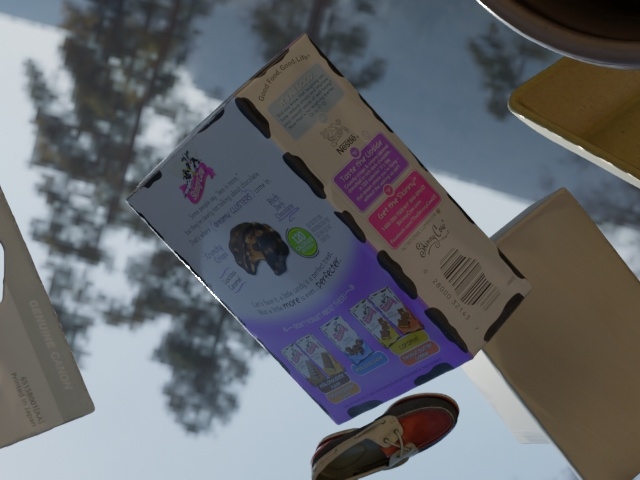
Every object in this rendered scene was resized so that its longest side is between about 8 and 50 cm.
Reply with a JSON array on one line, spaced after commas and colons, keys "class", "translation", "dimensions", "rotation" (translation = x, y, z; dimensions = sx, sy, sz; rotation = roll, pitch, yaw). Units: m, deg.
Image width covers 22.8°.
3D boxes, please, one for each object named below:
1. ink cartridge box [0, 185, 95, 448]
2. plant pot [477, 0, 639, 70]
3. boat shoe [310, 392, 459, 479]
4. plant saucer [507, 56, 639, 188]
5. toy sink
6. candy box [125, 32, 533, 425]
[{"class": "ink cartridge box", "translation": [-0.317, 0.041, 1.074], "dimensions": [0.239, 0.275, 0.060], "rotation": [-20, 173, -30]}, {"class": "plant pot", "translation": [0.214, -0.228, 0.989], "dimensions": [0.263, 0.263, 0.229], "rotation": [18, -174, 18]}, {"class": "boat shoe", "translation": [0.052, 0.168, 1.308], "dimensions": [0.137, 0.049, 0.043], "rotation": [-24, -163, 19]}, {"class": "plant saucer", "translation": [0.402, -0.128, 1.480], "dimensions": [0.333, 0.081, 0.332], "rotation": [-34, -139, -17]}, {"class": "toy sink", "translation": [0.218, 0.096, 1.424], "dimensions": [0.234, 0.153, 0.131], "rotation": [51, 169, 1]}, {"class": "candy box", "translation": [0.000, 0.000, 0.931], "dimensions": [0.196, 0.070, 0.165], "rotation": [48, 146, -5]}]
